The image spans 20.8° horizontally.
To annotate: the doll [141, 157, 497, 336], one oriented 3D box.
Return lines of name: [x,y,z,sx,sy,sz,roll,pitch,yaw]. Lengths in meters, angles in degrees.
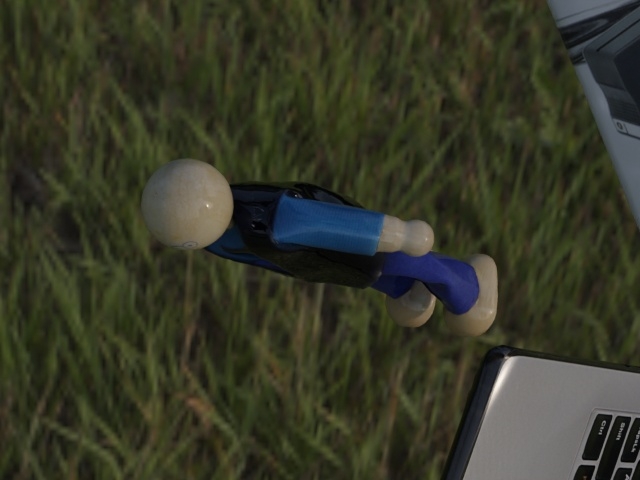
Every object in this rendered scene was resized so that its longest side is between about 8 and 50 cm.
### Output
doll: [0.000,0.000,0.752,0.129,0.046,0.189,6,-10,45]

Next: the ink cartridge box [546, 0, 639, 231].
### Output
ink cartridge box: [0.290,-0.147,1.210,0.166,0.395,0.285,-22,0,27]

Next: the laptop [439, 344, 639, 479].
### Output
laptop: [0.221,0.286,0.940,0.236,0.382,0.408,21,5,37]
